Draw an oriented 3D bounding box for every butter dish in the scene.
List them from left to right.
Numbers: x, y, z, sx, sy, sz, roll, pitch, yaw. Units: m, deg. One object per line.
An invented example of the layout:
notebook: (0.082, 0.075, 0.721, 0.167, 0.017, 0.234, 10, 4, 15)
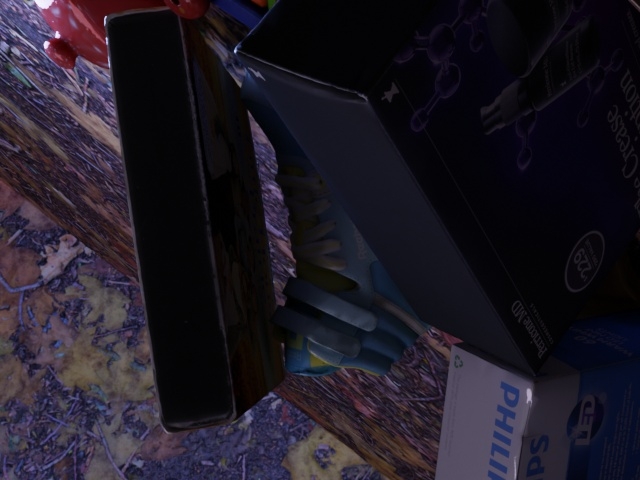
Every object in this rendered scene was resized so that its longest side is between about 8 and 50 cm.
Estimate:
butter dish: (-0.216, -0.214, 1.270, 0.160, 0.118, 0.160, 49, 164, -30)

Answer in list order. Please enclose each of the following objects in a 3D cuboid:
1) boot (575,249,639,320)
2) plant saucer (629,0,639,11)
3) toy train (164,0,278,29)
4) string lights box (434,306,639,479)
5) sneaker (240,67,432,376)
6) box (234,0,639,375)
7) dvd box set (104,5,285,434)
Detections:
boot: (0.172, 0.028, 1.072, 0.262, 0.095, 0.203, 41, 168, -22)
plant saucer: (0.207, -0.145, 0.506, 0.310, 0.050, 0.310, 37, 167, 10)
toy train: (-0.070, -0.228, 0.894, 0.248, 0.105, 0.143, 36, 155, 18)
string lights box: (0.200, 0.123, 0.900, 0.259, 0.133, 0.077, -6, -160, -37)
sneaker: (0.000, 0.000, 1.184, 0.319, 0.208, 0.127, 46, 167, -25)
box: (0.095, -0.074, 0.743, 0.103, 0.184, 0.261, 28, 163, 42)
dvd box set: (-0.095, -0.008, 1.144, 0.420, 0.062, 0.308, 40, -138, -86)
